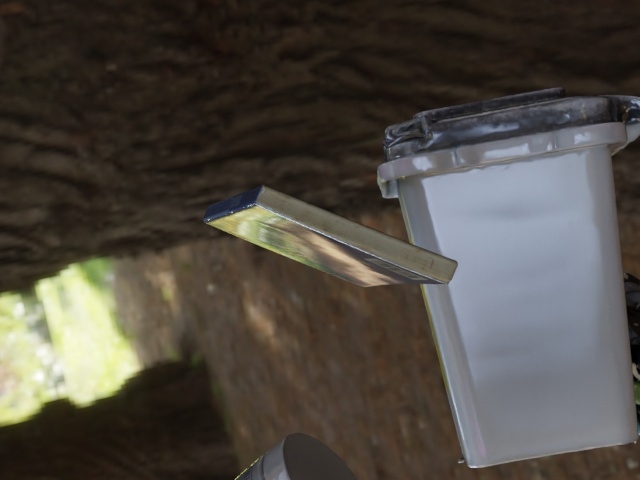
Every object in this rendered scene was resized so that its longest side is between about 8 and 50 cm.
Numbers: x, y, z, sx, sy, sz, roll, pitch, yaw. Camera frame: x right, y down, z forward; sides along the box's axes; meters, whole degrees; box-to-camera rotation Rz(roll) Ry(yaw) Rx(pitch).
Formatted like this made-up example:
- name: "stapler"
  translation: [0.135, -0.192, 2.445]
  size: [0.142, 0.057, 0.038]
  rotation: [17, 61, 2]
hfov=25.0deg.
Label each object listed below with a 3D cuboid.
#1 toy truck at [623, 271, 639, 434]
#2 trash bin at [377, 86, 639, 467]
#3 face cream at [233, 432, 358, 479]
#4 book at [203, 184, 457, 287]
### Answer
- name: "toy truck"
  translation: [0.458, 0.183, 1.875]
  size: [0.178, 0.363, 0.176]
  rotation: [-60, 27, 25]
- name: "trash bin"
  translation: [0.227, 0.038, 1.507]
  size: [0.256, 0.296, 0.367]
  rotation: [69, -169, -86]
- name: "face cream"
  translation: [-0.040, 0.365, 1.889]
  size: [0.177, 0.153, 0.177]
  rotation: [43, -161, -19]
- name: "book"
  translation: [0.000, 0.000, 1.370]
  size: [0.269, 0.191, 0.025]
  rotation: [170, 121, -76]
